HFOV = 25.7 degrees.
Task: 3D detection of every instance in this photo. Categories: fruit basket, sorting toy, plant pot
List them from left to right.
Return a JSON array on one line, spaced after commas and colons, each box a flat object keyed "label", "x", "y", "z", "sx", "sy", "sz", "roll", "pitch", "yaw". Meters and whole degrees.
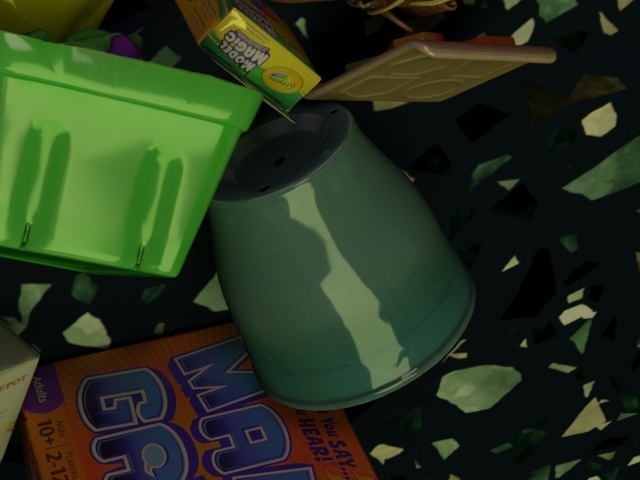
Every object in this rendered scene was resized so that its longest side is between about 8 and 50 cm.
[{"label": "fruit basket", "x": -0.229, "y": -0.161, "z": 1.241, "sx": 0.283, "sy": 0.392, "sz": 0.392, "roll": 12, "pitch": 123, "yaw": -22}, {"label": "plant pot", "x": 0.000, "y": 0.000, "z": 1.525, "sx": 0.271, "sy": 0.271, "sz": 0.255, "roll": -28, "pitch": 121, "yaw": -1}, {"label": "sorting toy", "x": 0.110, "y": -0.182, "z": 1.465, "sx": 0.193, "sy": 0.038, "sz": 0.208, "roll": -3, "pitch": 174, "yaw": -38}]

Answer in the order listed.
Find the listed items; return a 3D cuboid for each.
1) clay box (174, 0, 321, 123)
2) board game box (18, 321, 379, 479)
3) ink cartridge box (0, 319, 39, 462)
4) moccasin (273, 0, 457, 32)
[{"label": "clay box", "x": -0.080, "y": -0.210, "z": 1.314, "sx": 0.053, "sy": 0.222, "sz": 0.127, "roll": -44, "pitch": 134, "yaw": 13}, {"label": "board game box", "x": -0.145, "y": 0.359, "z": 1.686, "sx": 0.356, "sy": 0.356, "sz": 0.356, "roll": -12, "pitch": 133, "yaw": -17}, {"label": "ink cartridge box", "x": -0.420, "y": 0.203, "z": 1.563, "sx": 0.154, "sy": 0.093, "sz": 0.212, "roll": -24, "pitch": 148, "yaw": -52}, {"label": "moccasin", "x": 0.094, "y": -0.280, "z": 1.399, "sx": 0.380, "sy": 0.139, "sz": 0.147, "roll": -19, "pitch": 142, "yaw": -34}]
